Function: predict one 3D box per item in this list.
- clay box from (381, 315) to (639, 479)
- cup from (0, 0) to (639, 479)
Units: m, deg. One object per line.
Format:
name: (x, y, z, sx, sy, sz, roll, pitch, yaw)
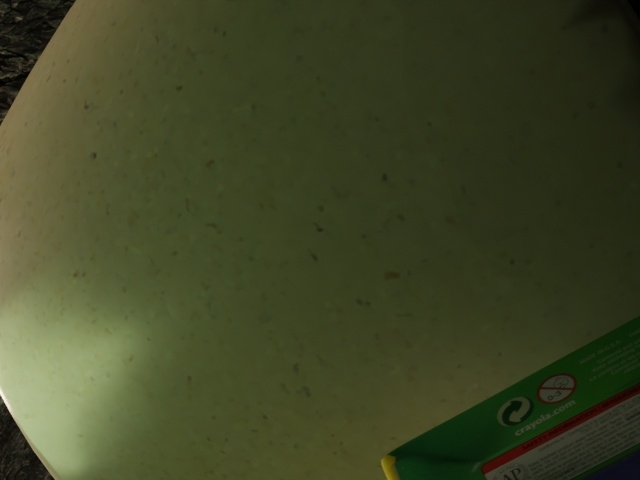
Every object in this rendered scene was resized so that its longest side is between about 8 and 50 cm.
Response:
clay box: (0.124, 0.122, 0.365, 0.222, 0.127, 0.053, 59, -176, -27)
cup: (0.000, 0.000, 0.501, 0.331, 0.237, 0.331, 58, -175, -8)
